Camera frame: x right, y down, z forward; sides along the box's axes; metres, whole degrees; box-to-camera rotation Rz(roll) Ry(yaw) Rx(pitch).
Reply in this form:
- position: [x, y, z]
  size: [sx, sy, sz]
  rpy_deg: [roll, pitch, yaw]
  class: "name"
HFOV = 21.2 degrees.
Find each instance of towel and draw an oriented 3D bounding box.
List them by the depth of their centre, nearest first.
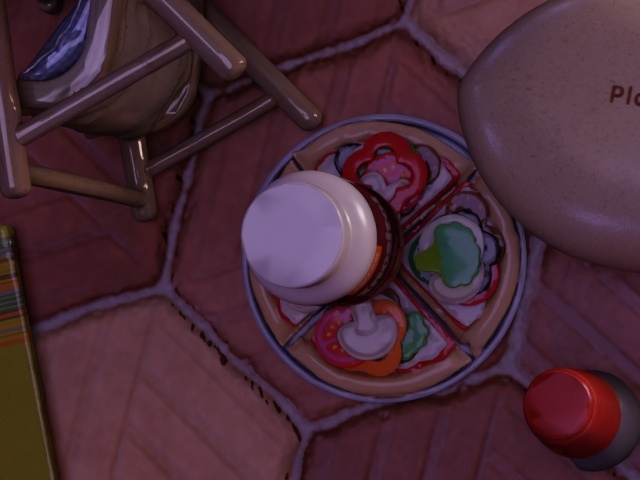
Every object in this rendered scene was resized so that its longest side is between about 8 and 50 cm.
- position: [-0.248, 0.113, 1.247]
  size: [0.102, 0.021, 0.237]
  rpy_deg: [-13, 85, 17]
  class: "towel"

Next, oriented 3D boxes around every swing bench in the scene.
- position: [-0.143, -0.164, 1.118]
  size: [0.165, 0.253, 0.255]
  rpy_deg: [-28, 81, 9]
  class: "swing bench"

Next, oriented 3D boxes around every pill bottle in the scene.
- position: [0.000, 0.000, 1.096]
  size: [0.086, 0.152, 0.086]
  rpy_deg: [0, 88, 13]
  class: "pill bottle"

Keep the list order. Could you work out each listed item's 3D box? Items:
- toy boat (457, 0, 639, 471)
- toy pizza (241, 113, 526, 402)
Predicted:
- position: [0.201, -0.009, 1.101]
  size: [0.267, 0.148, 0.318]
  rpy_deg: [16, 85, 22]
  class: "toy boat"
- position: [0.041, 0.012, 1.181]
  size: [0.201, 0.032, 0.201]
  rpy_deg: [-1, 87, 12]
  class: "toy pizza"
